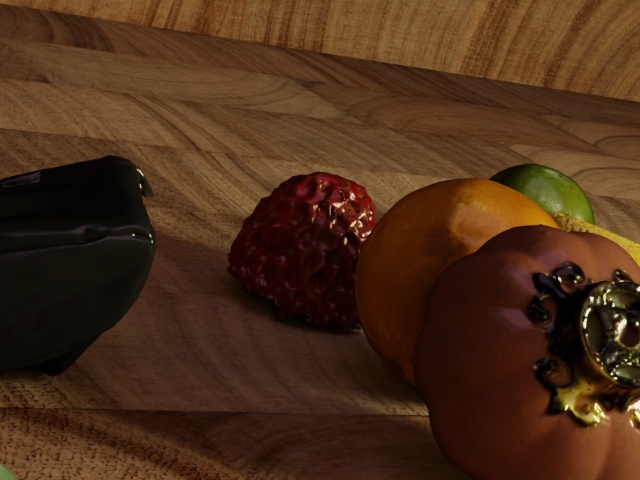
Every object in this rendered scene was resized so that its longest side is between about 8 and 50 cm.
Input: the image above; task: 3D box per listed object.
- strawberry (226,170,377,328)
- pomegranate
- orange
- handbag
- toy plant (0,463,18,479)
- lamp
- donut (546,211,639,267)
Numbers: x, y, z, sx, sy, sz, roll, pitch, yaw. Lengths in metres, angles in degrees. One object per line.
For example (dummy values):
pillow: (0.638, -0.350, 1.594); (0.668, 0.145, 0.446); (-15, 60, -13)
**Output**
strawberry: (0.000, 0.000, 2.092); (0.234, 0.178, 0.234); (20, 14, -5)
pomegranate: (0.304, 0.000, 2.377); (0.202, 0.202, 0.248); (16, 47, 4)
orange: (0.168, 0.055, 1.892); (0.261, 0.261, 0.261); (14, 16, -4)
handbag: (-0.295, 0.032, 1.708); (0.275, 0.177, 0.302); (-5, 18, -11)
toy plant: (-0.177, 0.268, 0.969); (0.332, 0.247, 0.247); (29, 20, 22)
lamp: (0.247, 0.126, 1.645); (0.305, 0.305, 0.239); (8, -21, -22)
donut: (0.362, 0.052, 2.143); (0.303, 0.110, 0.303); (25, -6, 3)
